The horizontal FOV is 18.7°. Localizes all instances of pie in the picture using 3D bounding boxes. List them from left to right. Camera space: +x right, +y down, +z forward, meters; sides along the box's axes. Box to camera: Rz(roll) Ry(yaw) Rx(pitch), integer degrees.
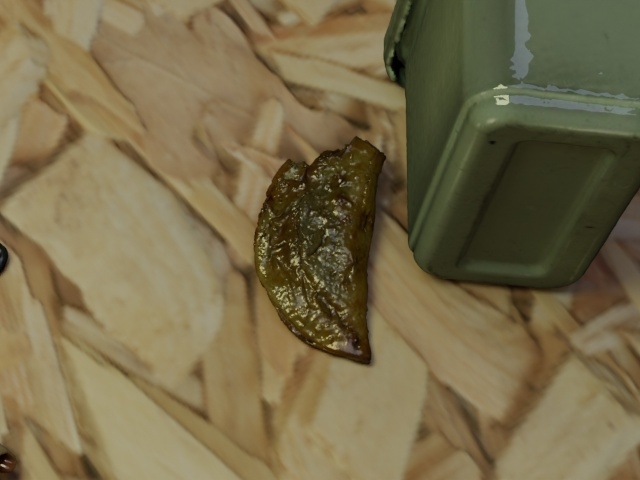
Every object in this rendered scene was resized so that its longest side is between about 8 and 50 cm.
[{"bbox_3d":[0.000,0.000,1.340,0.092,0.034,0.170,10,64,-4],"label":"pie"}]

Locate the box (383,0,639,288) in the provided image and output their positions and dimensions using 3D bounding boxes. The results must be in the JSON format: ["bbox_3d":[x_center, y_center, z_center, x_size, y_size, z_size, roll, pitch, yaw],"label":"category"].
[{"bbox_3d":[0.139,-0.098,1.269,0.175,0.312,0.183,6,67,-4],"label":"box"}]

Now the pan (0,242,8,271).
[{"bbox_3d":[-0.311,-0.046,1.325,0.235,0.028,0.136,30,60,11],"label":"pan"}]

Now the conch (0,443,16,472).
[{"bbox_3d":[-0.285,0.129,1.208,0.176,0.094,0.104,27,41,-22],"label":"conch"}]
